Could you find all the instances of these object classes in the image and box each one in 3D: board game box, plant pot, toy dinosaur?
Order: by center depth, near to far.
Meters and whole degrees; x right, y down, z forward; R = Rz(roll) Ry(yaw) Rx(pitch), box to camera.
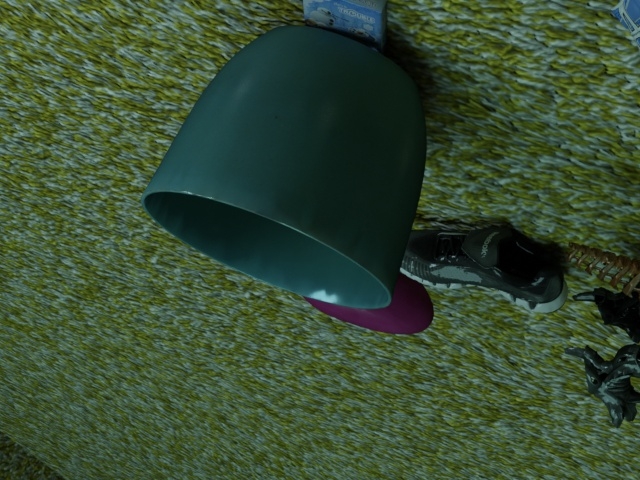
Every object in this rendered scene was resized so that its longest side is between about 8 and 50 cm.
[{"bbox_3d":[0.026,-0.238,1.935,0.090,0.020,0.090,19,156,11],"label":"board game box"},{"bbox_3d":[-0.017,-0.091,1.993,0.293,0.235,0.293,21,165,6],"label":"plant pot"},{"bbox_3d":[0.401,0.087,2.052,0.322,0.164,0.218,50,139,-11],"label":"toy dinosaur"}]

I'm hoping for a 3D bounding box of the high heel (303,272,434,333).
[{"bbox_3d":[0.000,0.000,2.323,0.377,0.127,0.181,31,167,-7],"label":"high heel"}]

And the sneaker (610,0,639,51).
[{"bbox_3d":[0.315,-0.205,1.666,0.081,0.080,0.211,20,148,27],"label":"sneaker"}]

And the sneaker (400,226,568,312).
[{"bbox_3d":[0.195,0.018,2.256,0.234,0.078,0.106,16,153,11],"label":"sneaker"}]
